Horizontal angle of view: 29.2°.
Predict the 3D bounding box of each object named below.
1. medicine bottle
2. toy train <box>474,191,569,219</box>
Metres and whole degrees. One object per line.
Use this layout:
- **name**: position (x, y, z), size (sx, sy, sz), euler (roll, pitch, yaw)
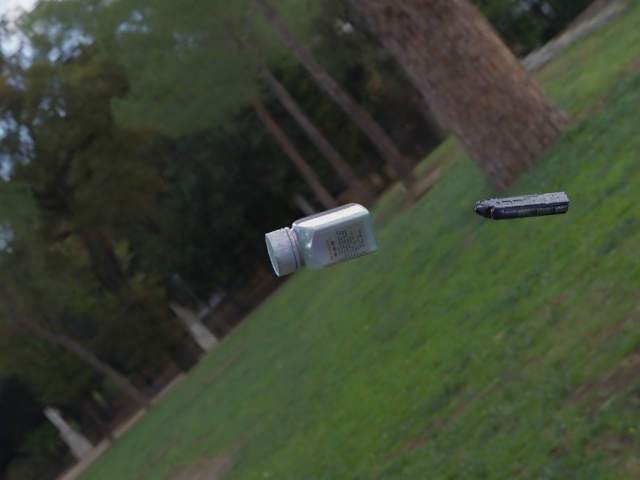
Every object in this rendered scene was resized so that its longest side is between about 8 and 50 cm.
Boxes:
- **medicine bottle**: position (0.000, 0.000, 1.404), size (0.118, 0.055, 0.074), euler (-17, 14, -10)
- **toy train**: position (0.178, -0.029, 1.085), size (0.017, 0.083, 0.017), euler (-105, 13, -48)
